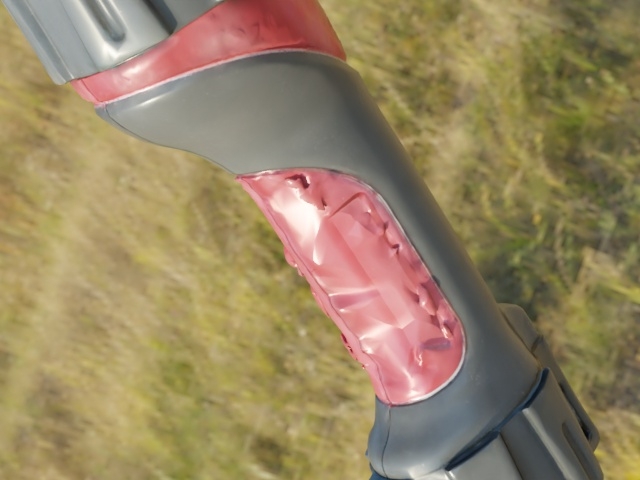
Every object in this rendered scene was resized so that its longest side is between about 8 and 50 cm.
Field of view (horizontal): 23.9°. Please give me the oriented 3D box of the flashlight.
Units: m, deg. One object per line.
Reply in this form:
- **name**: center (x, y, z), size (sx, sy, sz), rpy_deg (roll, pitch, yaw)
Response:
- **flashlight**: center (0.000, 0.000, 0.583), size (0.103, 0.304, 0.103), rpy_deg (-25, 20, 18)
